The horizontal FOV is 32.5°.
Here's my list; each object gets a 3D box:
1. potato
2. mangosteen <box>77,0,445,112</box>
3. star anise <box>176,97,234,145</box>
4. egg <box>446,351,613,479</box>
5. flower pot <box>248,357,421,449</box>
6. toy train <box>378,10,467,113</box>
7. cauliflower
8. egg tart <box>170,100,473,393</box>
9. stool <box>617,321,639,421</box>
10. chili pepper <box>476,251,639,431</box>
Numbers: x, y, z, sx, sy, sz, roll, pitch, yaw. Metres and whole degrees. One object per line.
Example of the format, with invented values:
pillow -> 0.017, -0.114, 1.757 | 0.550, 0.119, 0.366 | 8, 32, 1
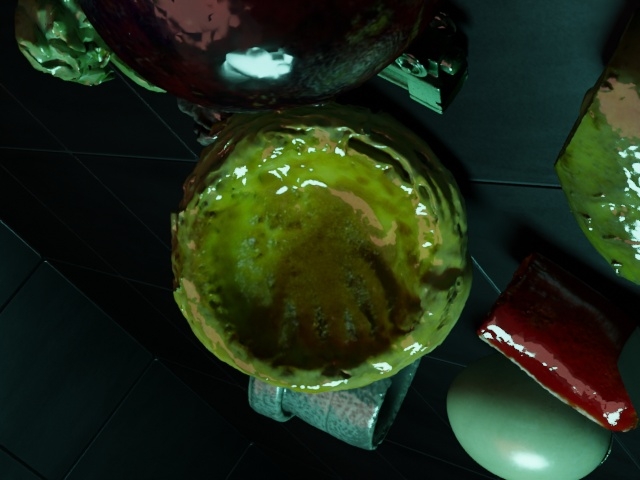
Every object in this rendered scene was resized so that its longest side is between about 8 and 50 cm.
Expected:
potato -> 0.282, -0.074, 0.917 | 0.176, 0.141, 0.298 | 9, 143, 27
mangosteen -> -0.056, -0.266, 0.798 | 0.306, 0.306, 0.359 | 13, 140, 48
star anise -> -0.098, -0.139, 1.485 | 0.212, 0.073, 0.197 | 9, 147, 53
egg -> 0.294, 0.252, 1.567 | 0.253, 0.186, 0.186 | 18, 154, 36
flower pot -> 0.010, 0.165, 1.749 | 0.283, 0.299, 0.299 | 21, 158, 14
toy train -> 0.066, -0.199, 1.087 | 0.170, 0.071, 0.111 | 30, 167, 17
cauliflower -> -0.185, -0.254, 1.079 | 0.275, 0.250, 0.272 | 58, -165, 14
egg tart -> 0.000, 0.000, 1.361 | 0.388, 0.388, 0.169 | 36, -162, -1
stool -> 0.420, 0.161, 1.127 | 0.232, 0.141, 0.232 | 62, 171, 17
chili pepper -> 0.356, 0.160, 1.322 | 0.338, 0.134, 0.131 | 35, 158, 11
